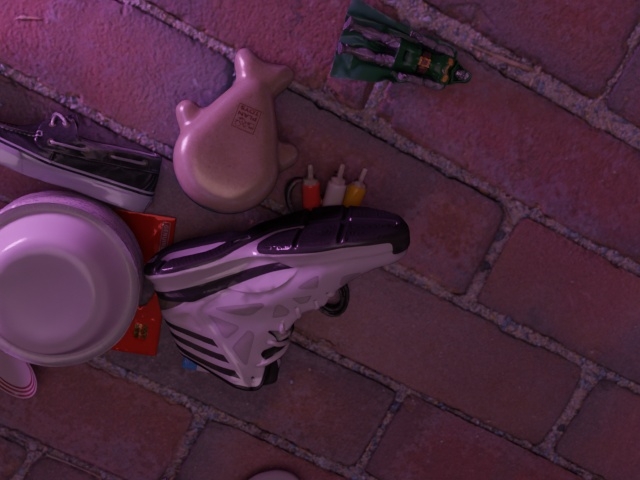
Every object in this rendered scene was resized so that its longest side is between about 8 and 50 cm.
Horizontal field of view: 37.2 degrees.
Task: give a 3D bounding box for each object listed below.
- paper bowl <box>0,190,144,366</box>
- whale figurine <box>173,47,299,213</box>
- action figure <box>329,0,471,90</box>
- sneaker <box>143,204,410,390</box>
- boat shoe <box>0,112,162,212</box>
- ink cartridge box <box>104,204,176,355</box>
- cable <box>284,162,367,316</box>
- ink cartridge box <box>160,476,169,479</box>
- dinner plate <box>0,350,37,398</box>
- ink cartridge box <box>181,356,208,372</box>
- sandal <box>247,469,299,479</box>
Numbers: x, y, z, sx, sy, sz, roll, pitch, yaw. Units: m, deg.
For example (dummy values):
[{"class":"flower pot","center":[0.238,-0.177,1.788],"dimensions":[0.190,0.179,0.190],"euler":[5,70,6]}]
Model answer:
[{"class":"paper bowl","center":[-0.434,0.070,1.543],"dimensions":[0.284,0.148,0.284],"euler":[-1,105,-4]},{"class":"whale figurine","center":[-0.139,-0.175,1.577],"dimensions":[0.216,0.141,0.272],"euler":[20,80,-10]},{"class":"action figure","center":[0.145,-0.306,1.582],"dimensions":[0.232,0.063,0.137],"euler":[15,102,-12]},{"class":"sneaker","center":[-0.050,0.101,1.593],"dimensions":[0.447,0.169,0.258],"euler":[-11,111,13]},{"class":"boat shoe","center":[-0.423,-0.154,1.564],"dimensions":[0.335,0.121,0.119],"euler":[19,97,-21]},{"class":"ink cartridge box","center":[-0.390,0.075,1.654],"dimensions":[0.238,0.060,0.275],"euler":[9,106,-6]},{"class":"cable","center":[0.000,0.000,1.652],"dimensions":[0.139,0.072,0.287],"euler":[4,105,-3]},{"class":"ink cartridge box","center":[-0.330,0.553,1.793],"dimensions":[0.175,0.072,0.127],"euler":[-32,107,5]},{"class":"dinner plate","center":[-0.552,0.219,1.675],"dimensions":[0.141,0.017,0.141],"euler":[16,129,21]},{"class":"ink cartridge box","center":[-0.179,0.191,1.707],"dimensions":[0.122,0.052,0.089],"euler":[13,106,-7]},{"class":"sandal","center":[-0.130,0.633,1.822],"dimensions":[0.169,0.102,0.417],"euler":[15,92,6]}]
